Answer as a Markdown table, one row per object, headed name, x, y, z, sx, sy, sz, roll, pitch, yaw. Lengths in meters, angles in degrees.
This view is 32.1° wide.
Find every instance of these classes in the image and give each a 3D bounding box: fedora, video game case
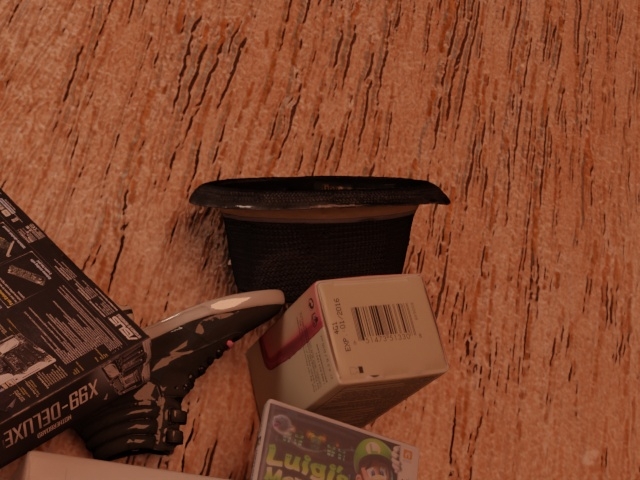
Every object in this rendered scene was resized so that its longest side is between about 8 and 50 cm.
| name | x | y | z | sx | sy | sz | roll | pitch | yaw |
| --- | --- | --- | --- | --- | --- | --- | --- | --- | --- |
| fedora | 0.000 | 0.000 | 1.419 | 0.334 | 0.334 | 0.152 | -4 | 98 | -28 |
| video game case | 0.015 | 0.276 | 1.203 | 0.190 | 0.022 | 0.173 | 20 | 51 | -14 |

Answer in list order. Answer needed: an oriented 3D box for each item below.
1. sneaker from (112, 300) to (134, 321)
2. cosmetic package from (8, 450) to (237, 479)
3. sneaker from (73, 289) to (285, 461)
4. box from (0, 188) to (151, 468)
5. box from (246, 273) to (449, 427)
| name | x | y | z | sx | sy | sz | roll | pitch | yaw |
| --- | --- | --- | --- | --- | --- | --- | --- | --- | --- |
| sneaker | -0.277 | 0.090 | 1.343 | 0.109 | 0.040 | 0.043 | 16 | 43 | -22 |
| cosmetic package | -0.118 | 0.384 | 1.193 | 0.453 | 0.161 | 0.230 | 12 | 60 | -20 |
| sneaker | -0.160 | 0.163 | 1.300 | 0.296 | 0.104 | 0.147 | -22 | 80 | -13 |
| box | -0.370 | 0.091 | 1.198 | 0.242 | 0.076 | 0.307 | -31 | 58 | -34 |
| box | 0.026 | 0.143 | 1.339 | 0.149 | 0.232 | 0.126 | -3 | 67 | -28 |
